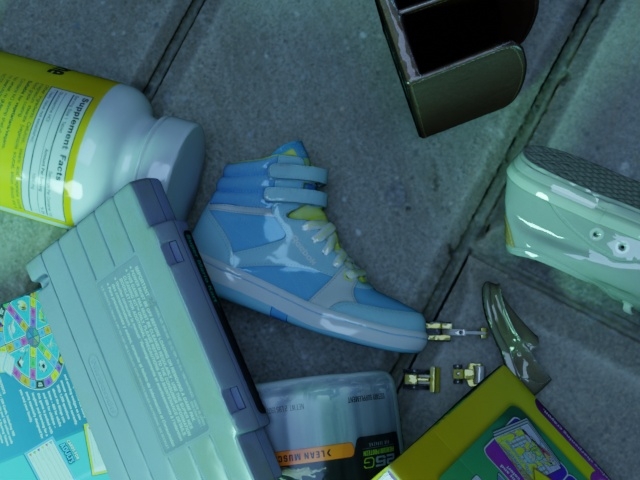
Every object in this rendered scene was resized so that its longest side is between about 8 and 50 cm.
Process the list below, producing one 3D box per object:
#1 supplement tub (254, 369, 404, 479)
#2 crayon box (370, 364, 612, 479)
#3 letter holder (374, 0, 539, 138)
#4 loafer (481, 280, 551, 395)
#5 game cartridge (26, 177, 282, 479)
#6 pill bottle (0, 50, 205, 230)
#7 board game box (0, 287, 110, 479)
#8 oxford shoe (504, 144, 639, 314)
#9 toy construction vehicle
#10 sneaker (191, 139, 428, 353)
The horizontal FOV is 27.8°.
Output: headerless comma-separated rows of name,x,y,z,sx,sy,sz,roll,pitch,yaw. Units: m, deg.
supplement tub,0.002,0.322,1.452,0.207,0.207,0.338,-8,83,7
crayon box,0.228,0.341,1.363,0.363,0.313,0.106,49,122,9
letter holder,0.181,-0.243,1.439,0.214,0.302,0.152,-19,82,5
loafer,0.229,0.114,1.523,0.050,0.056,0.148,-20,92,4
game cartridge,-0.186,0.134,1.430,0.230,0.068,0.355,-31,77,34
pill bottle,-0.317,-0.114,1.549,0.334,0.188,0.187,16,86,8
board game box,-0.301,0.181,1.570,0.336,0.079,0.253,-21,81,5
oxford shoe,0.406,0.036,1.467,0.449,0.169,0.130,24,112,6
toy construction vehicle,0.147,0.139,1.538,0.098,0.035,0.085,4,85,8
sneaker,0.000,0.000,1.526,0.319,0.127,0.208,20,88,9
